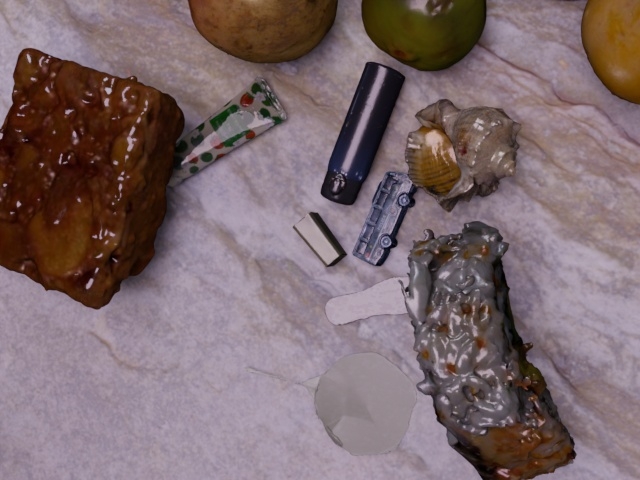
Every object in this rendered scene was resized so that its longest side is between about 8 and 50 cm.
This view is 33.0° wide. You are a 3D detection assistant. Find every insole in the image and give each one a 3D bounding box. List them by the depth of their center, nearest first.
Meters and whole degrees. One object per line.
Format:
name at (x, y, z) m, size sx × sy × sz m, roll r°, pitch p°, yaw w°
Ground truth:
insole at (0.100, 0.104, 1.859) m, size 0.193 × 0.006 × 0.065 m, roll -16°, pitch 85°, yaw 14°

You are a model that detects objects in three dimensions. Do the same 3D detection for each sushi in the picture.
sushi at (0.246, 0.161, 1.622) m, size 0.176 × 0.417 × 0.417 m, roll -19°, pitch 84°, yaw 12°

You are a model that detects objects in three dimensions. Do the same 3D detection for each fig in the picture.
fig at (0.180, -0.396, 1.750) m, size 0.207 × 0.207 × 0.230 m, roll 34°, pitch 98°, yaw 13°

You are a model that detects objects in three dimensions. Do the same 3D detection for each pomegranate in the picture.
pomegranate at (-0.099, -0.426, 1.793) m, size 0.281 × 0.281 × 0.281 m, roll 0°, pitch 88°, yaw 15°

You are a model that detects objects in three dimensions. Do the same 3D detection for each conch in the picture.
conch at (0.227, -0.146, 1.761) m, size 0.178 × 0.163 × 0.245 m, roll -44°, pitch 48°, yaw -6°

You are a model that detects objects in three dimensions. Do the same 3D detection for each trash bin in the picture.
trash bin at (0.000, 0.000, 1.860) m, size 0.043 × 0.061 × 0.092 m, roll -38°, pitch 82°, yaw 11°

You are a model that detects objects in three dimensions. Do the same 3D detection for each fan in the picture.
fan at (0.010, 0.263, 1.875) m, size 0.310 × 0.010 × 0.182 m, roll 16°, pitch 92°, yaw 12°

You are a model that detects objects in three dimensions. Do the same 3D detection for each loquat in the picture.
loquat at (0.513, -0.322, 1.646) m, size 0.235 × 0.235 × 0.235 m, roll 0°, pitch 88°, yaw 15°

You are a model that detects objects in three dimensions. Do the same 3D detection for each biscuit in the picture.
biscuit at (-0.421, -0.112, 1.893) m, size 0.343 × 0.166 × 0.395 m, roll 22°, pitch 96°, yaw 27°

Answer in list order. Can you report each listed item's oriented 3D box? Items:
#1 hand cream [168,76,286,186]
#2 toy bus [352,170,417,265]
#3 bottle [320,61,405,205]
hand cream at (-0.193, -0.179, 1.921) m, size 0.276 × 0.059 × 0.095 m, roll -34°, pitch 82°, yaw 9°
toy bus at (0.112, -0.039, 1.839) m, size 0.065 × 0.047 × 0.166 m, roll 24°, pitch 95°, yaw 18°
bottle at (0.069, -0.179, 1.836) m, size 0.072 × 0.082 × 0.244 m, roll 21°, pitch 94°, yaw 12°
